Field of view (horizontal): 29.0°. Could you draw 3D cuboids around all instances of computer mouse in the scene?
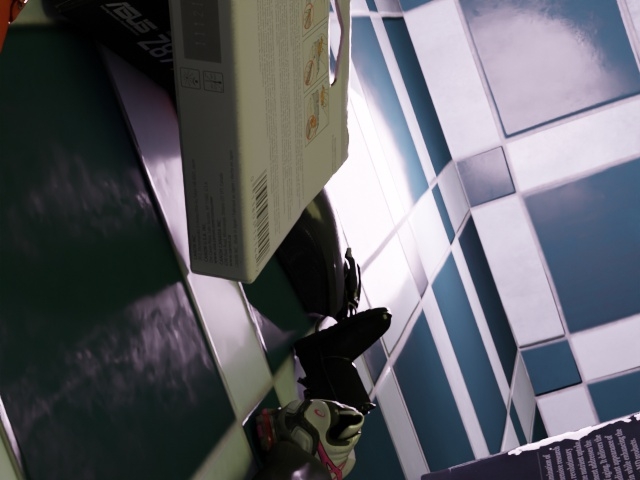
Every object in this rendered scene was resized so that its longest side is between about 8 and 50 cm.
[{"bbox_3d":[0.000,0.000,1.413,0.188,0.072,0.272,-89,157,-50],"label":"computer mouse"}]

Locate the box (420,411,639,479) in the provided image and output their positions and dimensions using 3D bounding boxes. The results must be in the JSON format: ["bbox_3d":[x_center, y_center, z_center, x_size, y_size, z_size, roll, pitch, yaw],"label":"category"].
[{"bbox_3d":[0.422,0.494,1.567,0.297,0.472,0.480,-75,144,-67],"label":"box"}]

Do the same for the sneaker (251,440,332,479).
[{"bbox_3d":[0.007,0.283,1.065,0.118,0.083,0.222,-60,129,-72],"label":"sneaker"}]

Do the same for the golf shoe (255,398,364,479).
[{"bbox_3d":[0.008,0.194,1.180,0.186,0.086,0.067,43,30,-65],"label":"golf shoe"}]

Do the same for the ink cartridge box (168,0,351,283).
[{"bbox_3d":[-0.045,-0.152,1.114,0.261,0.066,0.296,-54,149,-54],"label":"ink cartridge box"}]

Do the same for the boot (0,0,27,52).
[{"bbox_3d":[-0.211,-0.176,0.817,0.059,0.085,0.158,58,22,-49],"label":"boot"}]

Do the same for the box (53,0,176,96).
[{"bbox_3d":[-0.148,-0.300,1.174,0.395,0.097,0.318,33,41,-69],"label":"box"}]

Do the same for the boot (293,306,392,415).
[{"bbox_3d":[0.032,0.134,1.281,0.045,0.121,0.099,40,28,-60],"label":"boot"}]
